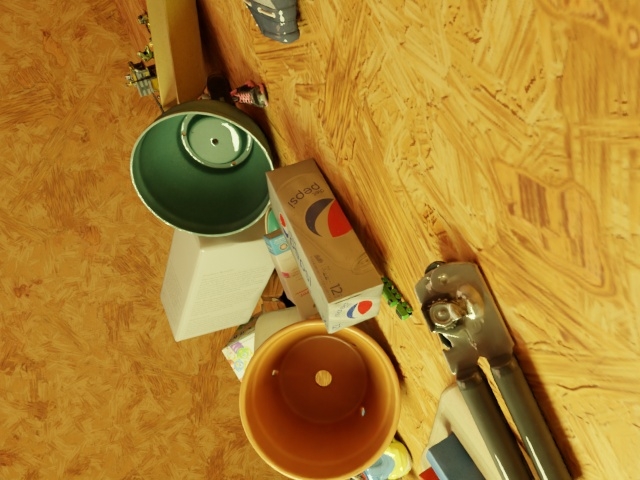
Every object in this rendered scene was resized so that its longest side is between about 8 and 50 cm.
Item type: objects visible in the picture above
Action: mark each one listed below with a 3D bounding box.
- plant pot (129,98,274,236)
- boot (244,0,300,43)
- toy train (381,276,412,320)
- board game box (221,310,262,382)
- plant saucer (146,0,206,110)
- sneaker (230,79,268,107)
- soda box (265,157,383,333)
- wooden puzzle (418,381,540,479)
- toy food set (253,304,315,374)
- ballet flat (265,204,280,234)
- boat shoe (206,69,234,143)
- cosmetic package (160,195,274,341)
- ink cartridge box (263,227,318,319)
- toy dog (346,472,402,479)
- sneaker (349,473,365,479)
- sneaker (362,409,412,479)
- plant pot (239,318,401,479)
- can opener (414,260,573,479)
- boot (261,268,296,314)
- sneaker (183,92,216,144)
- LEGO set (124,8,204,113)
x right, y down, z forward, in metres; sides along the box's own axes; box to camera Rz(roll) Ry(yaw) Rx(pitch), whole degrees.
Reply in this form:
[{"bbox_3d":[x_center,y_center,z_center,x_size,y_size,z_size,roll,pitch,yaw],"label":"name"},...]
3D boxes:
[{"bbox_3d":[-0.238,-0.183,1.198,0.196,0.293,0.293,-90,-9,-52],"label":"plant pot"},{"bbox_3d":[-0.092,-0.344,0.790,0.190,0.069,0.086,48,153,45],"label":"boot"},{"bbox_3d":[0.111,0.088,0.844,0.083,0.024,0.017,53,160,38],"label":"toy train"},{"bbox_3d":[-0.181,0.320,1.724,0.142,0.144,0.275,60,-172,-6],"label":"board game box"},{"bbox_3d":[-0.347,-0.480,1.326,0.333,0.081,0.332,-147,51,-64],"label":"plant saucer"},{"bbox_3d":[-0.141,-0.279,1.078,0.119,0.057,0.047,37,146,58],"label":"sneaker"},{"bbox_3d":[0.000,0.000,0.906,0.098,0.091,0.286,87,160,-53],"label":"soda box"},{"bbox_3d":[0.239,0.402,0.776,0.322,0.081,0.347,56,162,32],"label":"wooden puzzle"},{"bbox_3d":[-0.069,0.311,1.356,0.220,0.092,0.306,-17,66,49],"label":"toy food set"},{"bbox_3d":[-0.056,0.024,1.218,0.086,0.086,0.248,27,139,66],"label":"ballet flat"},{"bbox_3d":[-0.238,-0.319,1.349,0.072,0.068,0.190,-114,20,-54],"label":"boat shoe"},{"bbox_3d":[-0.269,0.074,1.459,0.161,0.230,0.453,62,145,25],"label":"cosmetic package"},{"bbox_3d":[-0.032,0.056,1.118,0.061,0.104,0.181,22,134,69],"label":"ink cartridge box"},{"bbox_3d":[0.080,0.534,1.294,0.333,0.220,0.160,-104,10,-62],"label":"toy dog"},{"bbox_3d":[0.098,0.639,1.483,0.341,0.140,0.125,54,162,41],"label":"sneaker"},{"bbox_3d":[0.089,0.414,1.203,0.240,0.126,0.091,54,160,36],"label":"sneaker"},{"bbox_3d":[0.002,0.290,1.082,0.203,0.291,0.290,56,-171,-87],"label":"plant pot"},{"bbox_3d":[0.193,0.152,0.622,0.283,0.076,0.095,65,-163,1],"label":"can opener"},{"bbox_3d":[-0.135,0.105,1.551,0.220,0.109,0.283,153,106,-66],"label":"boot"},{"bbox_3d":[-0.360,-0.301,1.606,0.104,0.147,0.295,63,163,19],"label":"sneaker"},{"bbox_3d":[-0.489,-0.519,1.620,0.331,0.192,0.255,54,161,36],"label":"LEGO set"}]
